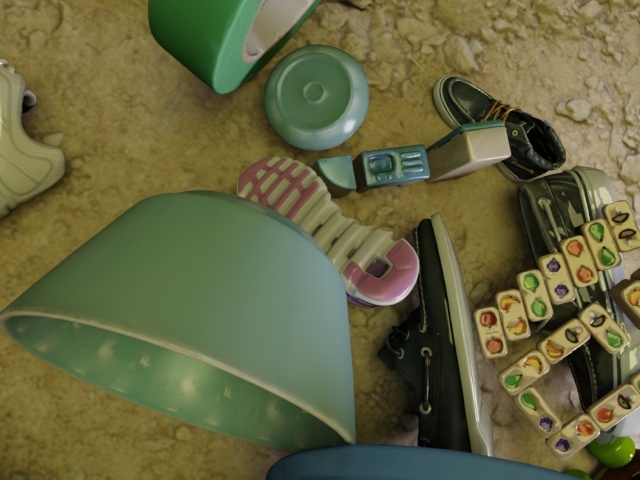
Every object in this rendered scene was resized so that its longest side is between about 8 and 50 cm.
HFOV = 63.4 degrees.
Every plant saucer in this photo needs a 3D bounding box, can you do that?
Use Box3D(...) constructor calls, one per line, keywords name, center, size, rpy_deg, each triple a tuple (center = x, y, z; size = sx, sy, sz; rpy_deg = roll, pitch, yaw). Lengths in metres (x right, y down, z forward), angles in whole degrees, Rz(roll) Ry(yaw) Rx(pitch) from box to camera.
Box3D(name="plant saucer", center=(-0.007, -0.160, 0.569), size=(0.119, 0.021, 0.120), rpy_deg=(0, 88, 8))

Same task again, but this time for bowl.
Box3D(name="bowl", center=(0.123, 0.284, 0.462), size=(0.390, 0.391, 0.077), rpy_deg=(23, 52, -10))
Box3D(name="bowl", center=(-0.098, 0.069, 0.481), size=(0.311, 0.311, 0.163), rpy_deg=(25, 61, -10))

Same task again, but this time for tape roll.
Box3D(name="tape roll", center=(-0.029, -0.290, 0.492), size=(0.077, 0.321, 0.321), rpy_deg=(39, 78, -8))

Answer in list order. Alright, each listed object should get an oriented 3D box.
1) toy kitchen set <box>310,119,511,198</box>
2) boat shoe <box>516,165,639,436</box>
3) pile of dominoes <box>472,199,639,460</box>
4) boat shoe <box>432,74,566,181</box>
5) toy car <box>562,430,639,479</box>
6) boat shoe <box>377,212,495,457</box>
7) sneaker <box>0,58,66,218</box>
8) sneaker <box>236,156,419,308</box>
Box3D(name="toy kitchen set", center=(0.086, -0.150, 0.608), size=(0.207, 0.122, 0.166), rpy_deg=(-10, 87, -14))
Box3D(name="boat shoe", center=(0.316, 0.078, 0.657), size=(0.119, 0.121, 0.336), rpy_deg=(-9, 84, 4))
Box3D(name="pile of dominoes", center=(0.308, 0.097, 0.575), size=(0.251, 0.040, 0.196), rpy_deg=(-39, 83, 4))
Box3D(name="boat shoe", center=(0.230, -0.153, 0.661), size=(0.183, 0.083, 0.065), rpy_deg=(42, 78, -6))
Box3D(name="toy car", center=(0.409, 0.332, 0.605), size=(0.149, 0.188, 0.155), rpy_deg=(-44, 95, -13))
Box3D(name="boat shoe", center=(0.125, 0.143, 0.599), size=(0.113, 0.127, 0.340), rpy_deg=(-10, 92, 19))
Box3D(name="sneaker", center=(-0.372, -0.164, 0.523), size=(0.118, 0.110, 0.292), rpy_deg=(-32, 101, -21))
Box3D(name="sneaker", center=(0.000, 0.000, 0.595), size=(0.236, 0.105, 0.095), rpy_deg=(39, 73, 16))
